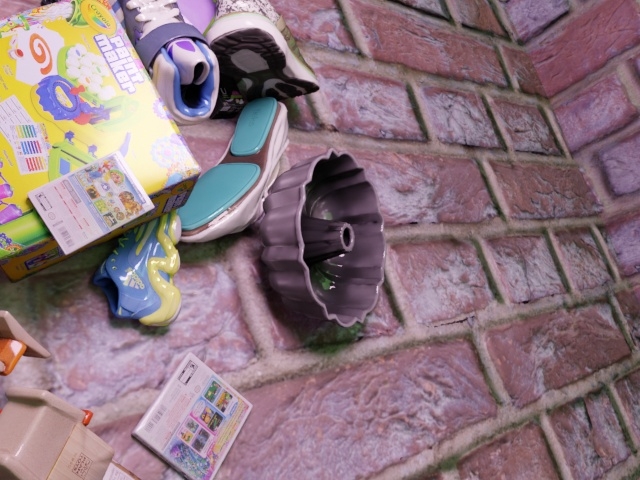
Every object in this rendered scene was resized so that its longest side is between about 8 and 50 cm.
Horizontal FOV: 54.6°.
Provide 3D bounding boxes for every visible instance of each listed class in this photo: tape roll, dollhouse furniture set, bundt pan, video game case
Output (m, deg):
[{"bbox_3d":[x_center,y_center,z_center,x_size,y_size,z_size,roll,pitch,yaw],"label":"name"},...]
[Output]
[{"bbox_3d":[-0.273,-0.376,1.129,0.080,0.189,0.188,36,48,-24],"label":"tape roll"},{"bbox_3d":[-0.378,0.222,0.679,0.135,0.259,0.261,67,32,-44],"label":"dollhouse furniture set"},{"bbox_3d":[0.000,0.000,1.166,0.331,0.124,0.330,15,72,-57],"label":"bundt pan"},{"bbox_3d":[-0.193,0.277,0.964,0.143,0.019,0.157,45,44,-15],"label":"video game case"},{"bbox_3d":[-0.282,-0.048,0.767,0.122,0.011,0.087,-33,93,-24],"label":"video game case"}]

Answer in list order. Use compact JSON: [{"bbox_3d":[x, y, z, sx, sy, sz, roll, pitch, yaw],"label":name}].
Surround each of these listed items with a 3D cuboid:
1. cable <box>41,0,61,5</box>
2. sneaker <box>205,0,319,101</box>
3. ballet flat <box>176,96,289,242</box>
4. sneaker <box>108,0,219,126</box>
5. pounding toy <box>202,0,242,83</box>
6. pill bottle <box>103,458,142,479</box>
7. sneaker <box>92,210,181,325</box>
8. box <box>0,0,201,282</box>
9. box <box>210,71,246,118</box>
[{"bbox_3d":[-0.422,-0.433,1.137,0.151,0.047,0.184,34,46,-30],"label":"cable"},{"bbox_3d":[-0.101,-0.386,1.195,0.410,0.158,0.181,26,57,-79],"label":"sneaker"},{"bbox_3d":[-0.139,-0.111,1.159,0.139,0.139,0.400,39,46,-20],"label":"ballet flat"},{"bbox_3d":[-0.230,-0.326,0.908,0.130,0.236,0.322,-27,129,-33],"label":"sneaker"},{"bbox_3d":[-0.186,-0.462,1.314,0.183,0.110,0.236,37,47,-21],"label":"pounding toy"},{"bbox_3d":[-0.266,0.355,0.772,0.229,0.131,0.131,44,45,-16],"label":"pill bottle"},{"bbox_3d":[-0.288,0.015,0.970,0.126,0.091,0.240,4,66,-40],"label":"sneaker"},{"bbox_3d":[-0.365,-0.141,0.860,0.279,0.177,0.289,-27,87,-24],"label":"box"},{"bbox_3d":[-0.201,-0.294,1.248,0.062,0.052,0.083,-14,77,-47],"label":"box"}]
